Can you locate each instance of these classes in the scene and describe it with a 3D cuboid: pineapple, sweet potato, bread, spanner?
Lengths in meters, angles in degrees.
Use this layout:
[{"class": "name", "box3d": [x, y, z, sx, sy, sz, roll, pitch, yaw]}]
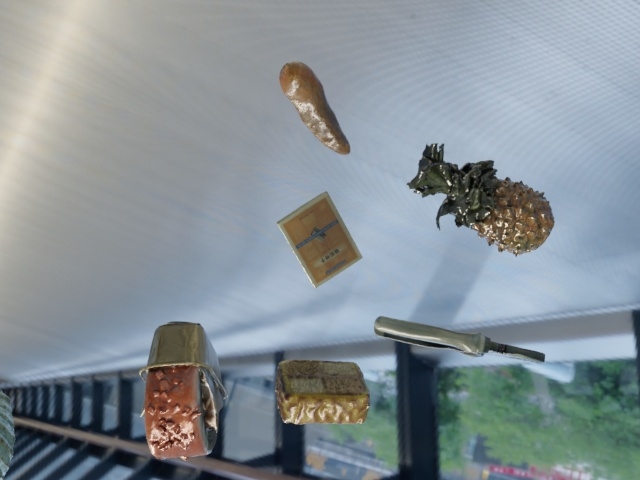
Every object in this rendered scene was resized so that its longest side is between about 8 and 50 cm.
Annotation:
[{"class": "pineapple", "box3d": [0.302, -0.075, 1.564, 0.310, 0.170, 0.141, 25, -167, -24]}, {"class": "sweet potato", "box3d": [-0.013, -0.335, 2.033, 0.097, 0.097, 0.292, -1, 135, 45]}, {"class": "bread", "box3d": [0.004, 0.359, 1.931, 0.222, 0.096, 0.181, 3, -154, -7]}, {"class": "spanner", "box3d": [0.261, 0.192, 1.525, 0.324, 0.040, 0.095, 10, 166, 6]}, {"class": "bread", "box3d": [-0.236, 0.260, 1.356, 0.142, 0.212, 0.224, -1, 153, 3]}]

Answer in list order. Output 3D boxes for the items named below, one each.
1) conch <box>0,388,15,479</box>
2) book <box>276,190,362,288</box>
[{"class": "conch", "box3d": [-0.625, 0.305, 1.176, 0.303, 0.319, 0.215, 57, 166, 6]}, {"class": "book", "box3d": [0.000, 0.000, 2.282, 0.242, 0.170, 0.018, 60, 174, -27]}]
